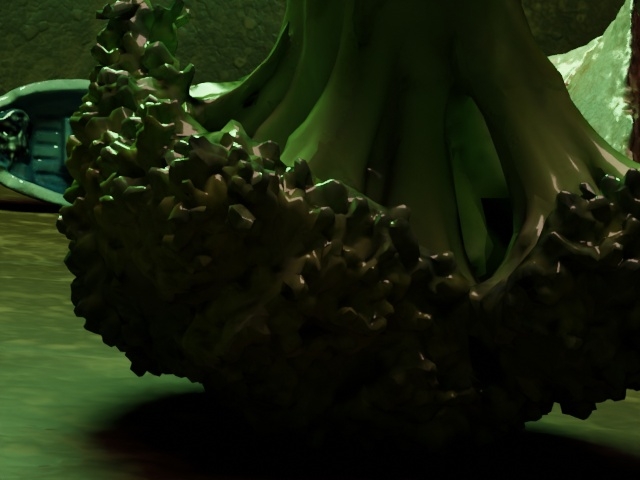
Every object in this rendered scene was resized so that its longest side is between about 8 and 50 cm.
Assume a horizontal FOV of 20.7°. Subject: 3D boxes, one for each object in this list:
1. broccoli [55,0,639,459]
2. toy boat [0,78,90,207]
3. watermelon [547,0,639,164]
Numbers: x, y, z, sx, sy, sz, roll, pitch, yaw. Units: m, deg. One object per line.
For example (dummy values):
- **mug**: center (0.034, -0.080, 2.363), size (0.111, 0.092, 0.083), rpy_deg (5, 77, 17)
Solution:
- **broccoli**: center (0.025, -0.029, 0.805), size (0.375, 0.302, 0.249), rpy_deg (15, 49, 32)
- **toy boat**: center (-0.202, -0.090, 1.678), size (0.309, 0.129, 0.142), rpy_deg (3, -4, -29)
- **watermelon**: center (0.225, -0.051, 1.402), size (0.193, 0.232, 0.310), rpy_deg (-29, 0, 36)
